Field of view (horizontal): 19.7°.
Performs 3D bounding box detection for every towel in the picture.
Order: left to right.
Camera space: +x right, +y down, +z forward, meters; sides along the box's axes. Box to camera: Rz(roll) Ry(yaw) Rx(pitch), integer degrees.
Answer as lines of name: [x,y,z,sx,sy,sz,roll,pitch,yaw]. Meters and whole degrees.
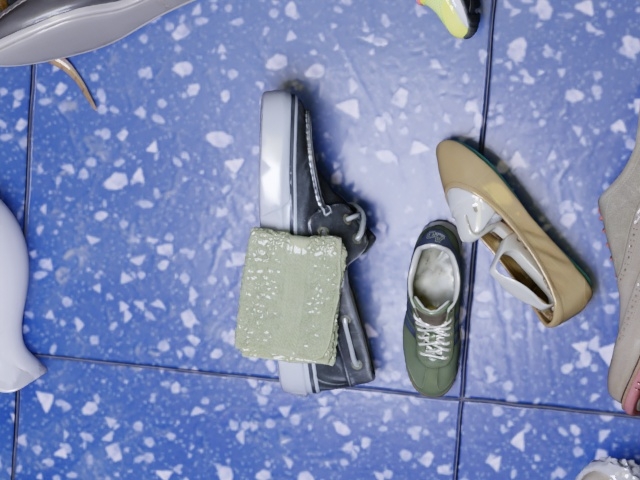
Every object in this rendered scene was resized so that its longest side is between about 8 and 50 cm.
towel: [-0.031,0.059,1.906,0.110,0.027,0.148,7,112,3]

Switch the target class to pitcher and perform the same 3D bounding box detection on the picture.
pitcher: [-0.399,0.056,2.029,0.178,0.125,0.207,-1,109,25]

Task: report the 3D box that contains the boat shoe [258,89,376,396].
boat shoe: [0.000,0.000,1.962,0.119,0.121,0.335,-6,108,3]

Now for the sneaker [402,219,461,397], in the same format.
sneaker: [0.116,0.078,1.956,0.064,0.086,0.192,4,98,9]

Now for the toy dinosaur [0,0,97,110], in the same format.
toy dinosaur: [-0.340,-0.218,2.016,0.212,0.064,0.112,8,112,-4]

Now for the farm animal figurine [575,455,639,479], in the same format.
farm animal figurine: [0.360,0.426,1.933,0.327,0.172,0.330,31,109,16]

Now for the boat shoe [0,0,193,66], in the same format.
boat shoe: [-0.209,-0.279,1.950,0.335,0.112,0.095,-21,76,0]

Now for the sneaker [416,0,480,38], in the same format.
sneaker: [0.086,-0.286,1.924,0.094,0.081,0.208,-38,84,19]

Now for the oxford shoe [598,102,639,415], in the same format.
oxford shoe: [0.346,0.006,1.912,0.130,0.123,0.348,20,98,28]

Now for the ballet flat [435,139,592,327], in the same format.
ballet flat: [0.190,-0.005,1.931,0.232,0.080,0.073,46,63,0]
